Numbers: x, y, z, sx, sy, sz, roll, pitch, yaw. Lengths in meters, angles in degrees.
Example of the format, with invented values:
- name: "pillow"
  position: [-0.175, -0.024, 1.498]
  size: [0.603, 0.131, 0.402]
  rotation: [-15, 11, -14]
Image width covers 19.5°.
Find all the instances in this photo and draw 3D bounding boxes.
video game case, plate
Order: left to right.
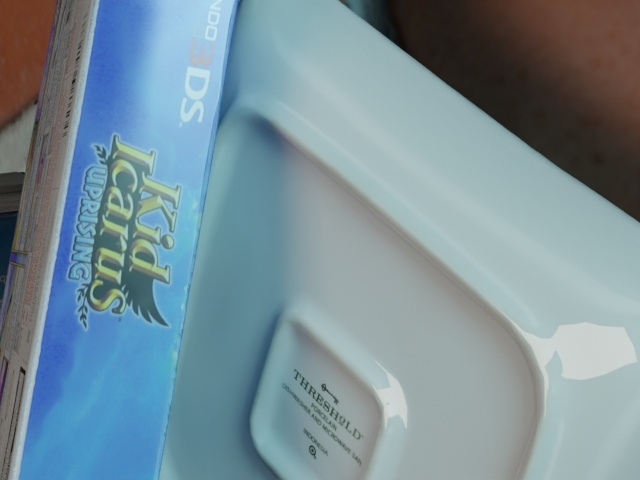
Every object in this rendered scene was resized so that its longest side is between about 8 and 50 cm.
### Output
- name: "video game case"
  position: [-0.099, 0.005, 0.812]
  size: [0.244, 0.061, 0.270]
  rotation: [-177, 97, -77]
- name: "plate"
  position: [0.014, 0.069, 0.743]
  size: [0.277, 0.045, 0.278]
  rotation: [41, 128, 36]

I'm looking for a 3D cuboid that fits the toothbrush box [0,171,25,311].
- name: "toothbrush box"
  position: [-0.249, 0.120, 1.140]
  size: [0.126, 0.216, 0.296]
  rotation: [21, 114, 55]
